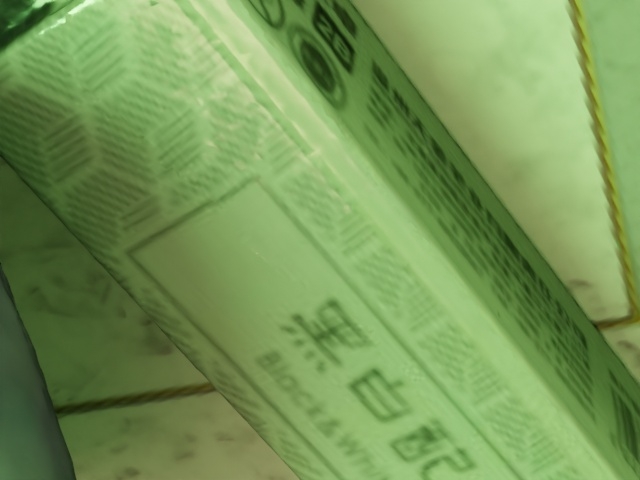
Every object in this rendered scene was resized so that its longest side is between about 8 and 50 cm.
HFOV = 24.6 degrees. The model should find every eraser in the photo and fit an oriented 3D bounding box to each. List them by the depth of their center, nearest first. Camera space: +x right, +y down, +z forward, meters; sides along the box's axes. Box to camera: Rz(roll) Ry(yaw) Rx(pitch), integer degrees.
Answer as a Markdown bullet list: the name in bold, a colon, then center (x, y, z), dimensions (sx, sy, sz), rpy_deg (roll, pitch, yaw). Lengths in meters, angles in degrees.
- **eraser**: center (0.000, 0.000, 0.489), dimensions (0.096, 0.098, 0.404), rpy_deg (-31, 113, 23)

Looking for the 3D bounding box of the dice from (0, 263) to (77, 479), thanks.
- **dice**: center (-0.215, 0.097, 0.426), dimensions (0.270, 0.271, 0.270), rpy_deg (-18, 133, -18)
